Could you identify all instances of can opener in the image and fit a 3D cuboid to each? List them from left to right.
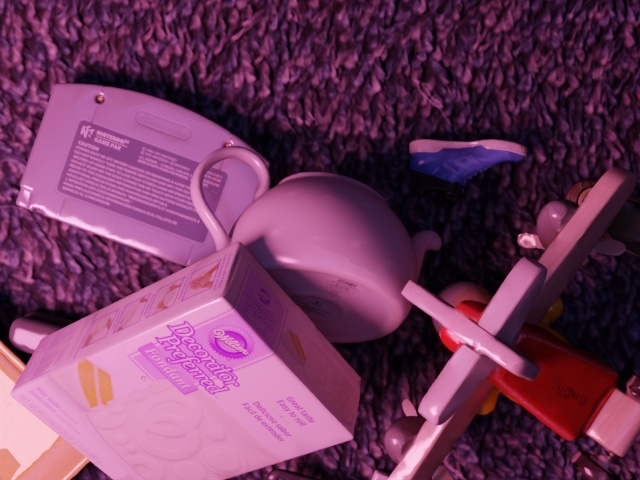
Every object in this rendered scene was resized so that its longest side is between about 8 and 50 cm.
[{"bbox_3d":[-0.267,0.165,0.986,0.281,0.074,0.093,19,94,-3],"label":"can opener"}]

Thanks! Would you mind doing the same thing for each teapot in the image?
[{"bbox_3d":[0.000,0.000,0.925,0.253,0.256,0.187,-2,59,19],"label":"teapot"}]

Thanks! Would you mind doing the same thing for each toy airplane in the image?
[{"bbox_3d":[0.213,0.126,0.899,0.386,0.272,0.384,-19,121,-22],"label":"toy airplane"}]

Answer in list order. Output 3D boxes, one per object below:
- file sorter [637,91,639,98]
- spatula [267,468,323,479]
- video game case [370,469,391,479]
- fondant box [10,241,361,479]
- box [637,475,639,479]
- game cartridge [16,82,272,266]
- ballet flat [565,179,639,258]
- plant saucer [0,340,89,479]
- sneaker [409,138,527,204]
[{"bbox_3d":[0.602,-0.217,0.930,0.291,0.182,0.202,-43,94,2],"label":"file sorter"},{"bbox_3d":[0.069,0.360,1.008,0.297,0.030,0.084,19,95,-3],"label":"spatula"},{"bbox_3d":[0.124,0.441,1.042,0.184,0.023,0.201,22,92,-3],"label":"video game case"},{"bbox_3d":[-0.155,0.170,0.877,0.330,0.096,0.238,-26,119,25],"label":"fondant box"},{"bbox_3d":[0.540,0.480,0.870,0.294,0.395,0.211,26,93,-4],"label":"box"},{"bbox_3d":[-0.223,-0.087,0.982,0.294,0.060,0.196,21,97,-3],"label":"game cartridge"},{"bbox_3d":[0.440,-0.002,1.002,0.250,0.058,0.084,33,92,-3],"label":"ballet flat"},{"bbox_3d":[-0.505,0.252,0.983,0.333,0.081,0.333,-44,94,2],"label":"plant saucer"},{"bbox_3d":[0.192,-0.088,0.988,0.152,0.058,0.084,1,88,3],"label":"sneaker"}]
